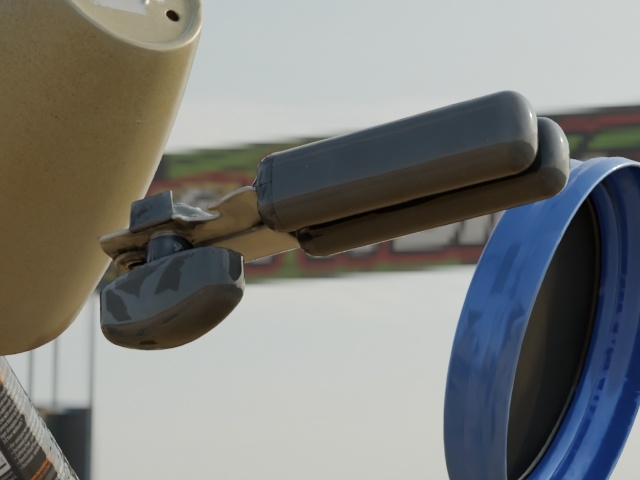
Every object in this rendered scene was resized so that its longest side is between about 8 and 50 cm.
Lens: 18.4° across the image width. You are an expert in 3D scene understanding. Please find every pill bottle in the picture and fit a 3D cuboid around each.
[{"bbox_3d":[-0.316,0.166,1.739,0.130,0.130,0.245,-7,-57,30],"label":"pill bottle"}]

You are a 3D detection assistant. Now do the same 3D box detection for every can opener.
[{"bbox_3d":[0.000,0.000,1.086,0.283,0.095,0.076,-14,-27,29],"label":"can opener"}]

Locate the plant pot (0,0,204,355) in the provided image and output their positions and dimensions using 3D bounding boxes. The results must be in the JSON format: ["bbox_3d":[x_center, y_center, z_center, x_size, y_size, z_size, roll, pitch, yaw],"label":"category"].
[{"bbox_3d":[-0.208,-0.099,1.387,0.256,0.256,0.274,9,-40,-37],"label":"plant pot"}]

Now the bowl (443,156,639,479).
[{"bbox_3d":[0.234,0.104,1.938,0.077,0.391,0.391,15,-4,27],"label":"bowl"}]
